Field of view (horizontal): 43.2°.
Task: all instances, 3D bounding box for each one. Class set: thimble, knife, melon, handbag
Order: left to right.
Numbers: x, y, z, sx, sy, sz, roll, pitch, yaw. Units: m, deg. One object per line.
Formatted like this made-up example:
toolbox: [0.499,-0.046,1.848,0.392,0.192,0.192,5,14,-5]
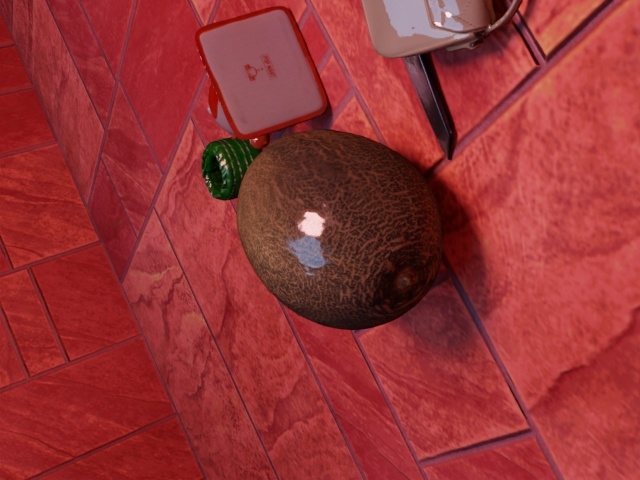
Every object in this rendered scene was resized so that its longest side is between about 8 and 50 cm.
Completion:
thimble: [-0.162,-0.132,1.489,0.118,0.090,0.130,58,150,26]
melon: [0.019,-0.021,1.071,0.329,0.248,0.249,40,141,50]
knife: [0.123,-0.208,1.002,0.230,0.028,0.060,69,165,-5]
handbag: [0.128,-0.329,0.860,0.219,0.079,0.256,-3,106,46]

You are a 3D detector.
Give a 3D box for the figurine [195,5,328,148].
figurine: [-0.115,-0.230,1.299,0.183,0.160,0.226,68,162,4]
